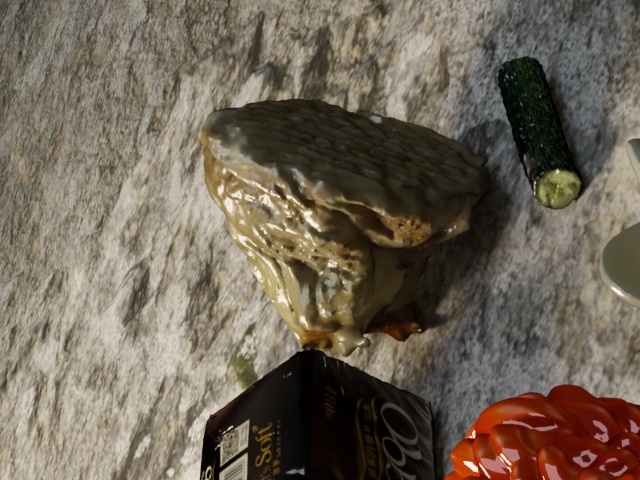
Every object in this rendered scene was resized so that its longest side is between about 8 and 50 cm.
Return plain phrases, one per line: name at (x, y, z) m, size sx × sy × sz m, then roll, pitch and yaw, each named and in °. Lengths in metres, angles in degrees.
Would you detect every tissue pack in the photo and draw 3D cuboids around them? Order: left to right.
tissue pack at (-0.010, 0.313, 1.608) m, size 0.210 × 0.198 × 0.370 m, roll -42°, pitch 36°, yaw 41°

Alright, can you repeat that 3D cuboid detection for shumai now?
shumai at (0.000, 0.000, 1.775) m, size 0.267 × 0.314 × 0.262 m, roll -93°, pitch 19°, yaw -66°

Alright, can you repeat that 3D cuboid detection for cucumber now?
cucumber at (0.225, -0.109, 1.691) m, size 0.058 × 0.058 × 0.187 m, roll -46°, pitch 36°, yaw 32°

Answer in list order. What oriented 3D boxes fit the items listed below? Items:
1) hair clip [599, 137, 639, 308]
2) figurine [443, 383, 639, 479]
hair clip at (0.321, 0.004, 1.183) m, size 0.172 × 0.282 × 0.113 m, roll -100°, pitch 29°, yaw -48°
figurine at (0.230, 0.301, 1.230) m, size 0.306 × 0.241 × 0.412 m, roll 120°, pitch 143°, yaw -65°
